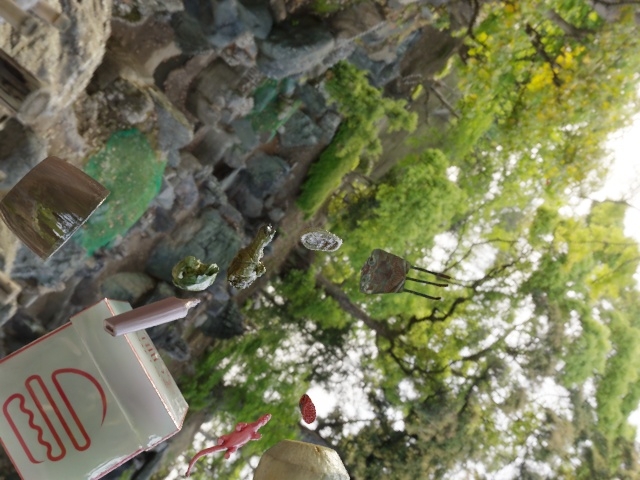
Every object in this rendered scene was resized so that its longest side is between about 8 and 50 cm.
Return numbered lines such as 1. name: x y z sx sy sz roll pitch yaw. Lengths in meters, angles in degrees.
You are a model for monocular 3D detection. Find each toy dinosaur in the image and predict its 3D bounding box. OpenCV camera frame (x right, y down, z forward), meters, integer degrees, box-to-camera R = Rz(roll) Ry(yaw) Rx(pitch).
1. toy dinosaur: -0.260 0.590 1.679 0.286 0.070 0.139 -34 171 1

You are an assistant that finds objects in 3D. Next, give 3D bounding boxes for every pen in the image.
1. pen: -0.301 0.134 1.053 0.197 0.053 0.032 -15 117 -48

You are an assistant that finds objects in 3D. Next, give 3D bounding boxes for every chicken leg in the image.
1. chicken leg: -0.202 0.054 1.697 0.228 0.088 0.103 -50 -155 13

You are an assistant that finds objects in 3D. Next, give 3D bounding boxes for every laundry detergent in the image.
1. laundry detergent: -0.052 0.585 2.015 0.165 0.049 0.097 170 -80 -79

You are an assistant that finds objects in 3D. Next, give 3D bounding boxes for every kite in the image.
1. kite: 0.203 0.097 1.409 0.016 0.229 0.127 45 65 -57

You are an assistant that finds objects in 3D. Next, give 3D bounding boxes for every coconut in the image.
1. coconut: -0.088 0.990 2.202 0.415 0.415 0.345 -49 159 -10

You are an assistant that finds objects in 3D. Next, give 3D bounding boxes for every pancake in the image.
1. pancake: 0.000 0.000 1.806 0.139 0.139 0.022 134 -29 -56

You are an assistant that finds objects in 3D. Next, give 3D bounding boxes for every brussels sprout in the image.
1. brussels sprout: -0.400 0.114 1.826 0.139 0.101 0.181 4 148 -39

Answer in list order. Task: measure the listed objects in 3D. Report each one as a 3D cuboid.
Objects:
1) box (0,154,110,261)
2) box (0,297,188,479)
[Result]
1. box: -0.836 -0.114 1.787 0.301 0.216 0.301 -40 -162 16
2. box: -0.494 0.331 1.235 0.300 0.312 0.314 -29 179 -12
